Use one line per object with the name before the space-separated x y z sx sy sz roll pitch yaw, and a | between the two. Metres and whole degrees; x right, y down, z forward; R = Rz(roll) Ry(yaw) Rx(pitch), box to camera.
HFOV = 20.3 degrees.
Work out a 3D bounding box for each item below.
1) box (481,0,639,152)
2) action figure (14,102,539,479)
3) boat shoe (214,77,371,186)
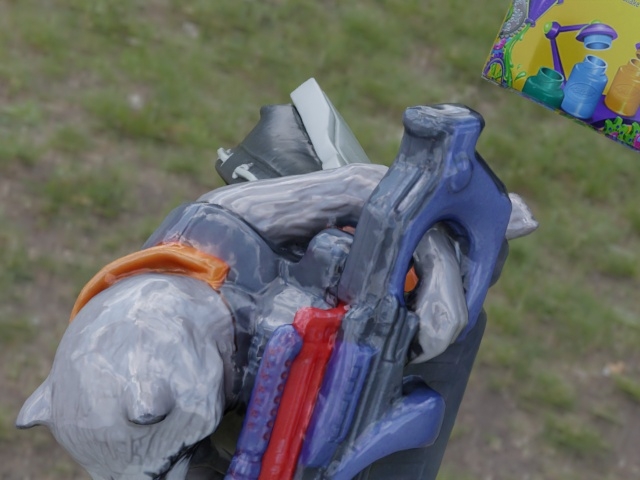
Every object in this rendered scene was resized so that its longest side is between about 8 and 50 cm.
box | 0.292 -0.159 0.984 0.290 0.279 0.177 29 18 20
action figure | -0.021 0.095 0.805 0.178 0.341 0.330 22 3 28
boat shoe | 0.000 0.000 1.011 0.114 0.091 0.302 54 6 -18
